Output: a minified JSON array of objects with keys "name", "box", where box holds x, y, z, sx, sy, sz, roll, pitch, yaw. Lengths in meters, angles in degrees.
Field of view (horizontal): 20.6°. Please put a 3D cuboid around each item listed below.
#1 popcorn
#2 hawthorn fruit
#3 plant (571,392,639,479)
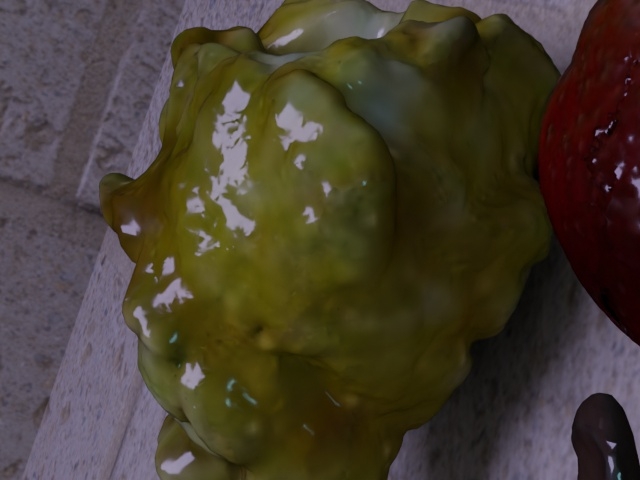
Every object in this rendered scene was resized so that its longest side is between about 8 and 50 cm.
[{"name":"popcorn","box":[0.012,-0.002,1.081,0.334,0.293,0.292,-51,-49,-61]},{"name":"hawthorn fruit","box":[0.172,-0.008,0.694,0.181,0.181,0.235,-51,18,45]},{"name":"plant","box":[0.154,0.144,0.567,0.178,0.234,0.204,-68,14,-3]}]
